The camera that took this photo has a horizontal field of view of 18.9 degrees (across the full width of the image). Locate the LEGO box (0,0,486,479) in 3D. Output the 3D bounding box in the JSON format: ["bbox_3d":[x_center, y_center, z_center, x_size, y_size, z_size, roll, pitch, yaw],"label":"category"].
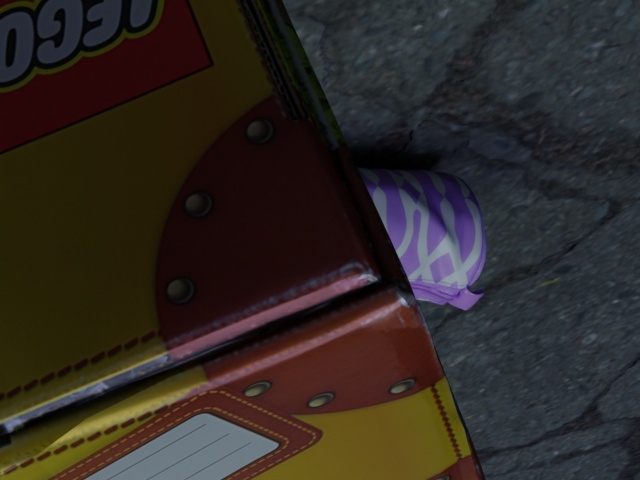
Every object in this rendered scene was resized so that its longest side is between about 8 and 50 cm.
[{"bbox_3d":[-0.247,-0.002,0.655,0.500,0.372,0.193,-22,152,1],"label":"LEGO box"}]

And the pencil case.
[{"bbox_3d":[0.000,0.000,1.127,0.206,0.088,0.086,-3,148,-33],"label":"pencil case"}]
